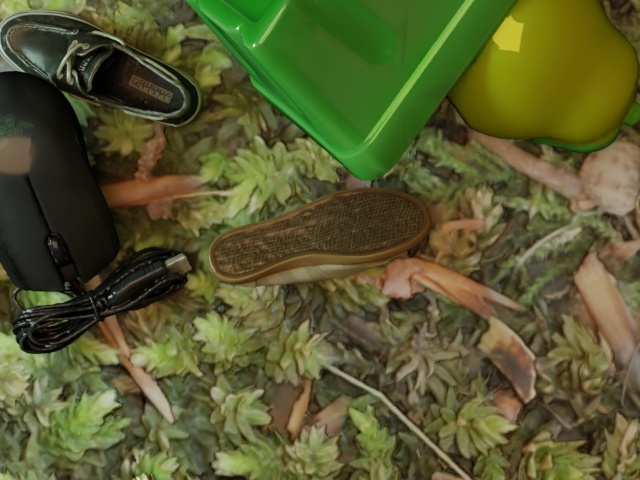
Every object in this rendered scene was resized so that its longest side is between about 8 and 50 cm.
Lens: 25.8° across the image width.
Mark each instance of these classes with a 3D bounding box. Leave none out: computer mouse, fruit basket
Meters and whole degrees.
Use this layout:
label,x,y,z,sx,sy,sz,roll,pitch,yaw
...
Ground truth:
label,x,y,z,sx,sy,sz,roll,pitch,yaw
computer mouse,-0.255,-0.032,1.336,0.188,0.072,0.272,-25,104,-3
fruit basket,0.118,-0.224,1.267,0.392,0.283,0.392,-14,123,-24

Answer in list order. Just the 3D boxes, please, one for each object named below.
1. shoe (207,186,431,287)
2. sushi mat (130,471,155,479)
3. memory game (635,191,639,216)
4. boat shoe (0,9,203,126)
label,x,y,z,sx,sy,sz,roll,pitch,yaw
shoe,0.000,0.000,1.360,0.219,0.058,0.076,-11,72,4
sushi mat,-0.161,0.394,1.343,0.151,0.019,0.316,-38,62,16
memory game,0.395,-0.028,1.328,0.186,0.012,0.186,0,93,6
boat shoe,-0.221,-0.173,1.365,0.219,0.070,0.078,20,95,6
